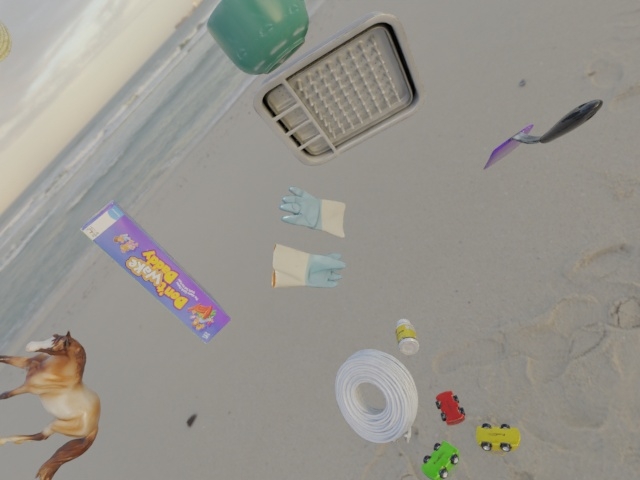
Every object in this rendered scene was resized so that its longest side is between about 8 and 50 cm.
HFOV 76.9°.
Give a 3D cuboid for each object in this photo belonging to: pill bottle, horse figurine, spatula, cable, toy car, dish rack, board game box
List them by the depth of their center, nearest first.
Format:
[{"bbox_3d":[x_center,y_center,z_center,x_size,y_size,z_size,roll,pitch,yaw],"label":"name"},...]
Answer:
[{"bbox_3d":[0.316,-0.153,0.589,0.084,0.030,0.296,-35,1,4],"label":"spatula"},{"bbox_3d":[-0.403,0.243,0.598,0.175,0.263,0.066,-11,27,-7],"label":"horse figurine"},{"bbox_3d":[0.045,-0.325,0.893,0.333,0.285,0.072,-25,57,17],"label":"dish rack"},{"bbox_3d":[-0.375,0.064,0.927,0.078,0.347,0.233,-45,23,-15],"label":"board game box"},{"bbox_3d":[0.336,0.502,0.989,0.225,0.053,0.239,-35,25,-24],"label":"toy car"},{"bbox_3d":[0.157,0.453,1.179,0.257,0.089,0.256,20,107,32],"label":"cable"},{"bbox_3d":[0.275,0.305,1.291,0.065,0.065,0.116,-36,19,17],"label":"pill bottle"}]

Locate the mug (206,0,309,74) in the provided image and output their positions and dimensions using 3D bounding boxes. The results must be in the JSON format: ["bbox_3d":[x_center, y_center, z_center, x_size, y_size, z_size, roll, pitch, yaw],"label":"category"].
[{"bbox_3d":[-0.070,-0.311,0.577,0.158,0.097,0.129,-40,16,-3],"label":"mug"}]

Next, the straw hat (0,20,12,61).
[{"bbox_3d":[-0.396,-0.250,0.413,0.061,0.145,0.144,-47,26,38],"label":"straw hat"}]

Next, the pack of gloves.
[{"bbox_3d":[0.000,0.000,0.815,0.046,0.232,0.194,1,85,35],"label":"pack of gloves"}]
